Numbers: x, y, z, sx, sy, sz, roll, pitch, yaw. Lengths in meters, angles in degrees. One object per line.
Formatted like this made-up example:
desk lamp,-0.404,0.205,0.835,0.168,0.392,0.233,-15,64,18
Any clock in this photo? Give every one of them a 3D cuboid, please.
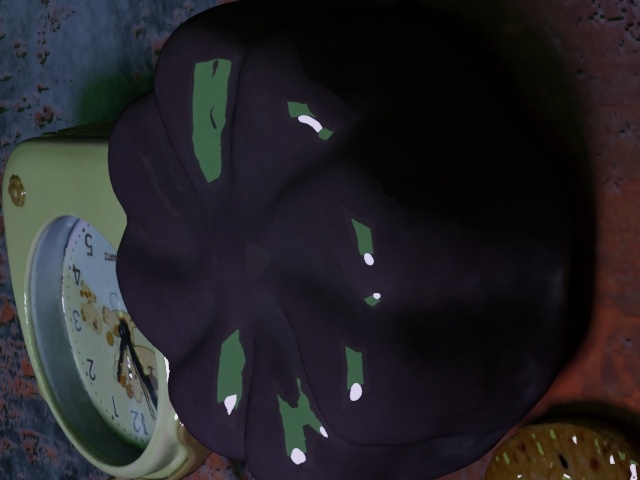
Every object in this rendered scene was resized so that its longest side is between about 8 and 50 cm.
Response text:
clock,-0.131,0.069,1.256,0.235,0.096,0.308,6,106,52

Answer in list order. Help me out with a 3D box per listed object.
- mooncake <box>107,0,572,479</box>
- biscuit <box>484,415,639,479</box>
mooncake,0.000,0.000,1.000,0.306,0.154,0.306,13,107,50
biscuit,0.156,0.187,0.964,0.188,0.027,0.188,23,119,50
